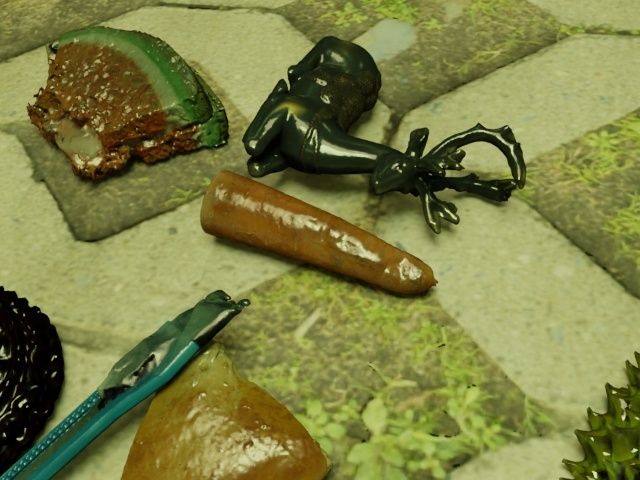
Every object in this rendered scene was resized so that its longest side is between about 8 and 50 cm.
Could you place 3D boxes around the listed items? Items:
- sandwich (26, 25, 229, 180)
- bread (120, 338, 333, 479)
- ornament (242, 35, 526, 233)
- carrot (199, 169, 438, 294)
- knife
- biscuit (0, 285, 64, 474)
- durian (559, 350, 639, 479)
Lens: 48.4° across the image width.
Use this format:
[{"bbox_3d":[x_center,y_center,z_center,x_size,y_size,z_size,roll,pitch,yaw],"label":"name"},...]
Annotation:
[{"bbox_3d":[-0.215,-0.154,0.725,0.159,0.079,0.235,-36,58,-18],"label":"sandwich"},{"bbox_3d":[-0.090,0.149,0.504,0.136,0.054,0.154,-41,56,-17],"label":"bread"},{"bbox_3d":[0.077,-0.099,0.646,0.236,0.080,0.202,16,47,19],"label":"ornament"},{"bbox_3d":[0.000,0.000,0.603,0.210,0.061,0.061,20,59,16],"label":"carrot"},{"bbox_3d":[-0.170,0.134,0.509,0.296,0.026,0.044,-42,46,-9],"label":"knife"},{"bbox_3d":[-0.298,0.113,0.555,0.195,0.053,0.194,-4,53,5],"label":"biscuit"},{"bbox_3d":[0.249,0.173,0.429,0.169,0.157,0.355,41,63,-9],"label":"durian"}]
